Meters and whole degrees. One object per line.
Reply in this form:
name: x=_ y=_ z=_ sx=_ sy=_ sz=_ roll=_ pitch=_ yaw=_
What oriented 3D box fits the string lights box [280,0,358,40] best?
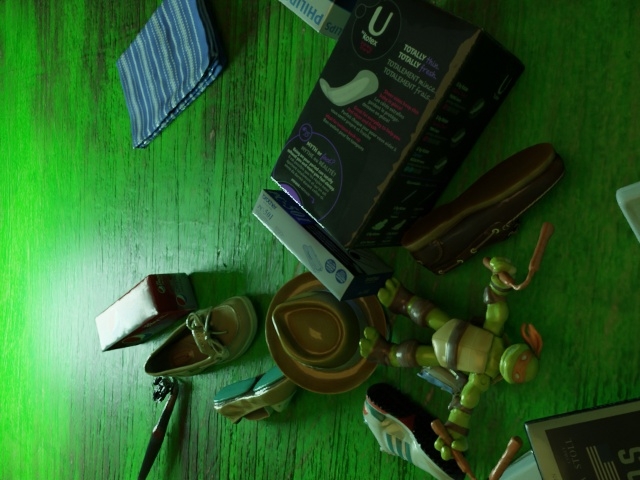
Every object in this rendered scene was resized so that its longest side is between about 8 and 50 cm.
string lights box: x=0.046 y=-0.425 z=0.675 sx=0.133 sy=0.076 sz=0.260 roll=48 pitch=120 yaw=27

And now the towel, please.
towel: x=-0.326 y=-0.370 z=1.018 sx=0.336 sy=0.040 sz=0.243 roll=-28 pitch=72 yaw=37

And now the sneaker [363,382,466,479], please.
sneaker: x=0.119 y=0.266 z=0.656 sx=0.161 sy=0.057 sz=0.075 roll=36 pitch=130 yaw=32

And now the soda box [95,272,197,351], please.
soda box: x=-0.374 y=0.153 z=1.037 sx=0.263 sy=0.092 sz=0.084 roll=-32 pitch=70 yaw=36

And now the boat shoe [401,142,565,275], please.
boat shoe: x=0.193 y=-0.029 z=0.574 sx=0.073 sy=0.073 sz=0.207 roll=42 pitch=129 yaw=-13

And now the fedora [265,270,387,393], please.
fedora: x=-0.006 y=0.126 z=0.701 sx=0.194 sy=0.079 sz=0.195 roll=-6 pitch=75 yaw=22

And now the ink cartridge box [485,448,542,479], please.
ink cartridge box: x=0.275 y=0.316 z=0.495 sx=0.153 sy=0.086 sz=0.208 roll=-51 pitch=60 yaw=28

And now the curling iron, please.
curling iron: x=-0.353 y=0.408 z=1.065 sx=0.068 sy=0.035 sz=0.274 roll=28 pitch=108 yaw=41

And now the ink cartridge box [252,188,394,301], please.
ink cartridge box: x=0.000 y=0.000 z=0.713 sx=0.207 sy=0.097 sz=0.046 roll=43 pitch=117 yaw=31

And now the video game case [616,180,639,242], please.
video game case: x=0.369 y=0.009 z=0.369 sx=0.193 sy=0.023 sz=0.212 roll=-25 pitch=114 yaw=38

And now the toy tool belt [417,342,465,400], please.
toy tool belt: x=0.147 y=0.168 z=0.623 sx=0.083 sy=0.052 sz=0.051 roll=21 pitch=96 yaw=39

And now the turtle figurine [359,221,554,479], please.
turtle figurine: x=0.158 y=0.105 z=0.554 sx=0.217 sy=0.087 sz=0.270 roll=12 pitch=86 yaw=49

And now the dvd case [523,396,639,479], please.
dvd case: x=0.323 y=0.220 z=0.414 sx=0.238 sy=0.029 sz=0.179 roll=-19 pitch=67 yaw=15

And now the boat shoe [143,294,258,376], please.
boat shoe: x=-0.222 y=0.192 z=0.911 sx=0.285 sy=0.089 sz=0.105 roll=-40 pitch=66 yaw=33

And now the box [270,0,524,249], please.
box: x=0.086 y=-0.142 z=0.605 sx=0.165 sy=0.143 sz=0.270 roll=44 pitch=117 yaw=29

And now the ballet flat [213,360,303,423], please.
ballet flat: x=-0.089 y=0.256 z=0.826 sx=0.232 sy=0.080 sz=0.073 roll=-31 pitch=100 yaw=39
